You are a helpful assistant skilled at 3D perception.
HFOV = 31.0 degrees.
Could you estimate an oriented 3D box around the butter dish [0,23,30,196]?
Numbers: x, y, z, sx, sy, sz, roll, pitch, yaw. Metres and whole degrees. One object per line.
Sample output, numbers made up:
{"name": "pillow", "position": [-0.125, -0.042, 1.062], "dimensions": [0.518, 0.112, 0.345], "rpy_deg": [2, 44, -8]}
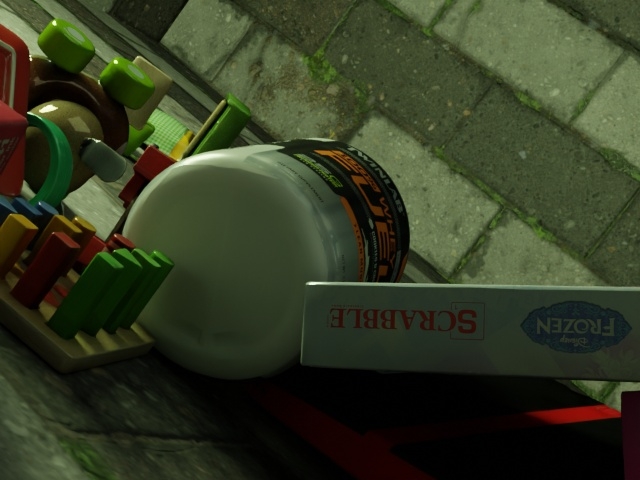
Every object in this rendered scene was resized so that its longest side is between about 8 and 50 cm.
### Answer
{"name": "butter dish", "position": [-0.330, -0.116, 0.946], "dimensions": [0.160, 0.118, 0.160], "rpy_deg": [30, 50, -52]}

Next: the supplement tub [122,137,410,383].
{"name": "supplement tub", "position": [-0.031, 0.005, 1.059], "dimensions": [0.193, 0.193, 0.316], "rpy_deg": [38, 18, 10]}

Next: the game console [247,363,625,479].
{"name": "game console", "position": [0.173, 0.191, 1.033], "dimensions": [0.386, 0.060, 0.342], "rpy_deg": [4, 14, -46]}

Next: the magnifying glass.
{"name": "magnifying glass", "position": [-0.306, -0.091, 1.034], "dimensions": [0.231, 0.092, 0.026], "rpy_deg": [29, 6, 29]}

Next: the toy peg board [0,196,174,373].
{"name": "toy peg board", "position": [-0.196, 0.013, 0.867], "dimensions": [0.160, 0.079, 0.161], "rpy_deg": [38, 7, 10]}

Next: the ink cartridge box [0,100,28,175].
{"name": "ink cartridge box", "position": [-0.327, -0.078, 0.636], "dimensions": [0.226, 0.131, 0.306], "rpy_deg": [37, 6, -1]}

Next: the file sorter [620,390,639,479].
{"name": "file sorter", "position": [0.333, 0.258, 0.794], "dimensions": [0.182, 0.290, 0.202], "rpy_deg": [-10, -22, 33]}

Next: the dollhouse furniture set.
{"name": "dollhouse furniture set", "position": [-0.231, -0.203, 1.747], "dimensions": [0.197, 0.151, 0.301], "rpy_deg": [35, 7, -12]}

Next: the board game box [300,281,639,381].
{"name": "board game box", "position": [0.186, 0.077, 0.917], "dimensions": [0.319, 0.066, 0.318], "rpy_deg": [0, -6, 19]}

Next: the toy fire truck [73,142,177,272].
{"name": "toy fire truck", "position": [-0.175, -0.021, 1.074], "dimensions": [0.047, 0.135, 0.192], "rpy_deg": [35, -7, -3]}

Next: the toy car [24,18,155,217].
{"name": "toy car", "position": [-0.230, -0.083, 1.074], "dimensions": [0.149, 0.155, 0.188], "rpy_deg": [30, 20, -41]}
